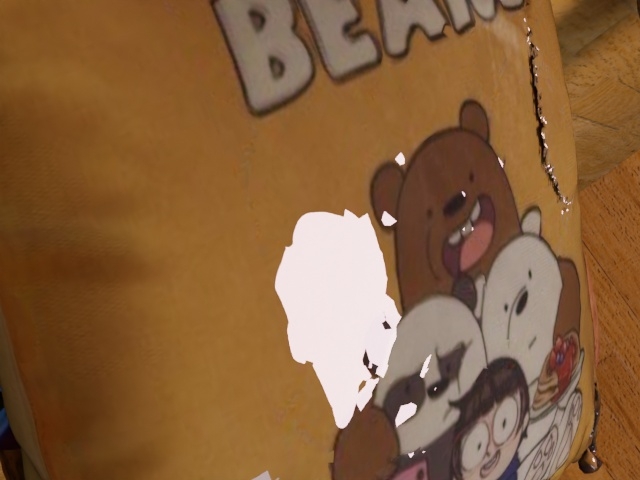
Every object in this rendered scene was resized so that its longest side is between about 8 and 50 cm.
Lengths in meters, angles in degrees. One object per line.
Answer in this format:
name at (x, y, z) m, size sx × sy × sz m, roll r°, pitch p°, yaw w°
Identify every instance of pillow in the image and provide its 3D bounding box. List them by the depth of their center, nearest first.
pillow at (0.000, 0.000, 0.545) m, size 0.119 × 0.312 × 0.310 m, roll 2°, pitch -161°, yaw 42°

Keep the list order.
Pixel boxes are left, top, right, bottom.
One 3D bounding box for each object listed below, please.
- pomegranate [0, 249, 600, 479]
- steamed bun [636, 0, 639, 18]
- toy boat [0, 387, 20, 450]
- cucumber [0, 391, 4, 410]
pomegranate at (-0.013, 0.061, 0.810) m, size 0.322 × 0.322 × 0.322 m, roll -33°, pitch 171°, yaw -6°
steamed bun at (0.403, -0.184, 1.106) m, size 0.383 × 0.247 × 0.236 m, roll -30°, pitch 167°, yaw 30°
toy boat at (-0.130, -0.003, 0.634) m, size 0.097 × 0.100 × 0.223 m, roll 17°, pitch 125°, yaw -23°
cucumber at (-0.273, 0.075, 0.482) m, size 0.325 × 0.105 × 0.145 m, roll -29°, pitch -150°, yaw -18°
